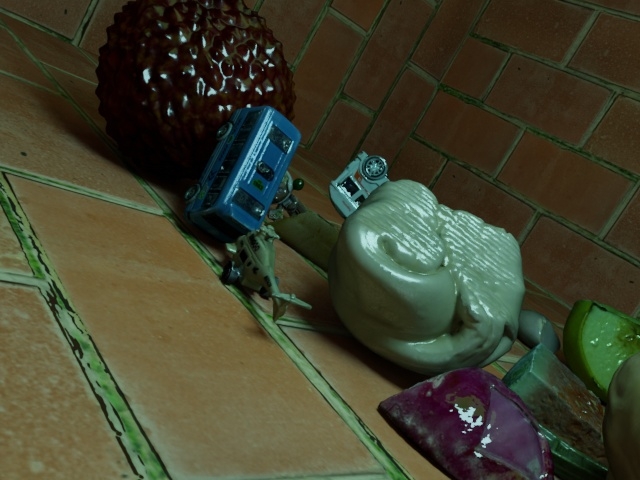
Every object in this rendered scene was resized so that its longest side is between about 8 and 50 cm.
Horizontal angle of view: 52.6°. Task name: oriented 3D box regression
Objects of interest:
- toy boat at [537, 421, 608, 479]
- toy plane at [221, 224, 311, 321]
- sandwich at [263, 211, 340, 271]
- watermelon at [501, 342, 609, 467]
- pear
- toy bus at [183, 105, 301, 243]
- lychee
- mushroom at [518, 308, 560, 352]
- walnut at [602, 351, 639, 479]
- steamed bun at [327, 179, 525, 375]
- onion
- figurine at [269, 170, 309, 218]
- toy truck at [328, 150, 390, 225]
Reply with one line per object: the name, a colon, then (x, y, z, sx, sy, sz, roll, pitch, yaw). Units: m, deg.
toy boat: (0.359, 0.322, 1.038, 0.293, 0.055, 0.093, 34, 12, 22)
toy plane: (-0.088, 0.048, 1.009, 0.092, 0.108, 0.286, 25, 15, -25)
sandwich: (0.000, 0.000, 1.449, 0.258, 0.096, 0.094, 36, 8, 16)
watermelon: (0.445, 0.316, 1.171, 0.257, 0.139, 0.193, 40, 22, 11)
pear: (0.772, 0.303, 1.703, 0.343, 0.238, 0.318, 25, 0, 4)
toy bus: (-0.140, -0.120, 1.182, 0.134, 0.246, 0.113, 1, -29, 46)
lychee: (-0.256, -0.300, 1.383, 0.425, 0.425, 0.499, -9, 80, -71)
mushroom: (0.580, 0.241, 1.827, 0.116, 0.093, 0.225, 40, -4, -29)
walnut: (0.537, 0.302, 0.826, 0.382, 0.381, 0.381, 28, 12, -7)
steamed bun: (0.167, 0.078, 1.128, 0.343, 0.255, 0.367, 36, 37, 5)
onion: (0.239, 0.257, 0.909, 0.248, 0.111, 0.250, 35, 11, 31)
figurine: (-0.097, -0.110, 1.594, 0.197, 0.147, 0.093, 56, 26, -24)
toy truck: (0.141, -0.040, 1.443, 0.305, 0.162, 0.136, 51, -1, 2)
